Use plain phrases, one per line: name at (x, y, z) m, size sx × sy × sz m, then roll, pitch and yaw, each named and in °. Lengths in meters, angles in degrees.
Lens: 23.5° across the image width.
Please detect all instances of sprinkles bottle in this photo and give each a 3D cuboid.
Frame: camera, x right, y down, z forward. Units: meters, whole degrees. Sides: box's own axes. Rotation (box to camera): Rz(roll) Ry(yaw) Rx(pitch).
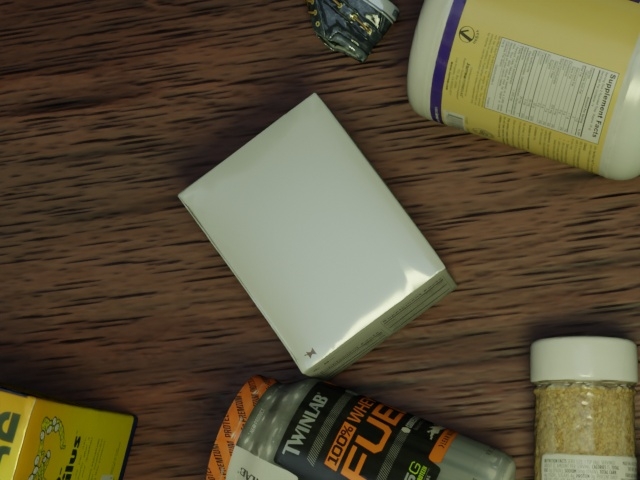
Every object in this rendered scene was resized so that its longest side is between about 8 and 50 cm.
sprinkles bottle at (0.294, 0.287, 1.713) m, size 0.121 × 0.121 × 0.355 m, roll -1°, pitch 80°, yaw 11°

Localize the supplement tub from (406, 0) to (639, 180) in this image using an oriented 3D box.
supplement tub at (0.288, -0.208, 1.740) m, size 0.331 × 0.241 × 0.241 m, roll 19°, pitch 84°, yaw 13°

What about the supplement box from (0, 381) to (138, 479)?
supplement box at (-0.366, 0.257, 1.724) m, size 0.194 × 0.356 × 0.195 m, roll 13°, pitch 83°, yaw 12°

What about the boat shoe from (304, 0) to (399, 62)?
boat shoe at (0.001, -0.296, 1.899) m, size 0.183 × 0.065 × 0.083 m, roll 33°, pitch 86°, yaw 13°

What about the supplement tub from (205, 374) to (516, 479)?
supplement tub at (0.044, 0.275, 1.727) m, size 0.316 × 0.193 × 0.194 m, roll 20°, pitch 84°, yaw 13°

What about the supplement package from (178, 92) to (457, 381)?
supplement package at (0.000, 0.000, 1.808) m, size 0.204 × 0.145 × 0.262 m, roll -37°, pitch 76°, yaw 3°
